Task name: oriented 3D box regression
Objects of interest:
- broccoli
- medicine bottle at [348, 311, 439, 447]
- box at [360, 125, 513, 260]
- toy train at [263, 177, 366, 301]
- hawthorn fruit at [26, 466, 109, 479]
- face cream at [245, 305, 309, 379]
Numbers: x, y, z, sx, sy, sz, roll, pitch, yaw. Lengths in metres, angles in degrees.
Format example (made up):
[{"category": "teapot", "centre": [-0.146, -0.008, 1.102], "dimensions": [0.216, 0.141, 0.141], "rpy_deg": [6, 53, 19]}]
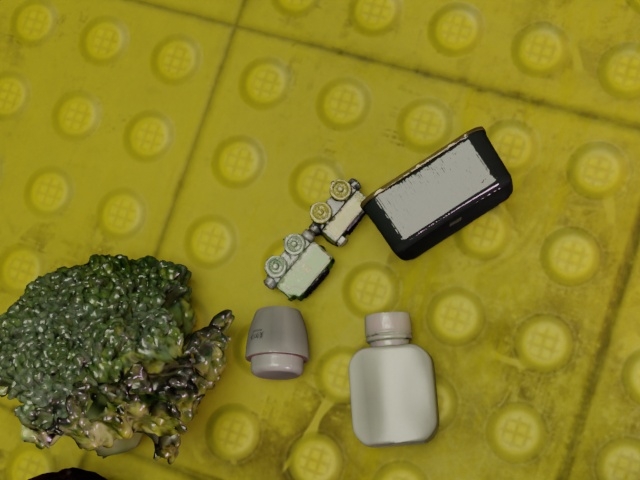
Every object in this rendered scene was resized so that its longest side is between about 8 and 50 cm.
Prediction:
[{"category": "broccoli", "centre": [-0.290, 0.155, 1.649], "dimensions": [0.324, 0.272, 0.334], "rpy_deg": [-39, 42, 2]}, {"category": "medicine bottle", "centre": [0.100, 0.194, 1.655], "dimensions": [0.119, 0.069, 0.183], "rpy_deg": [-7, 79, 12]}, {"category": "box", "centre": [0.167, -0.060, 1.651], "dimensions": [0.201, 0.144, 0.090], "rpy_deg": [-32, 77, 4]}, {"category": "toy train", "centre": [0.000, 0.000, 1.722], "dimensions": [0.081, 0.060, 0.202], "rpy_deg": [40, 90, 10]}, {"category": "hawthorn fruit", "centre": [-0.347, 0.442, 1.642], "dimensions": [0.215, 0.215, 0.249], "rpy_deg": [1, 88, 13]}, {"category": "face cream", "centre": [-0.061, 0.146, 1.690], "dimensions": [0.091, 0.091, 0.095], "rpy_deg": [-4, 71, 12]}]
